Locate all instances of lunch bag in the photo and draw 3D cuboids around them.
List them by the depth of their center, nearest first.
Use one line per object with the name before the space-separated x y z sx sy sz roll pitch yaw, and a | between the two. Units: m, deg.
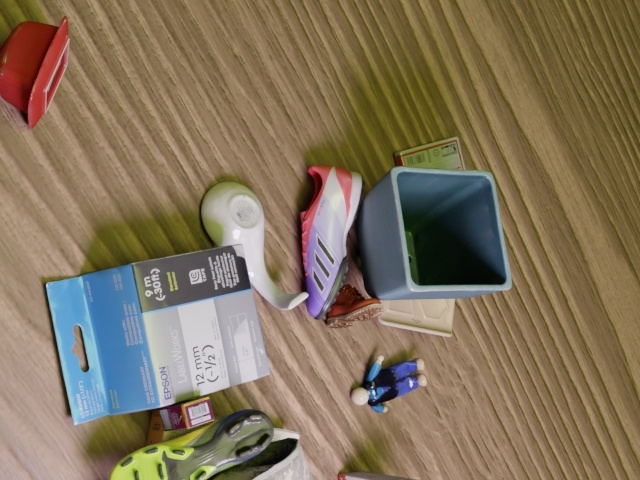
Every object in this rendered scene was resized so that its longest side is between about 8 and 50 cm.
lunch bag | -0.117 0.501 1.620 0.287 0.169 0.235 -24 100 -35

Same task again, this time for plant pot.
plant pot | 0.200 0.011 1.925 0.247 0.252 0.248 1 74 -28

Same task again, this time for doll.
doll | 0.140 0.304 2.012 0.189 0.046 0.129 -18 106 -33

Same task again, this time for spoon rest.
spoon rest | -0.132 0.013 1.812 0.137 0.084 0.276 -33 93 -38

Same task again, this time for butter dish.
butter dish | -0.481 -0.285 1.520 0.118 0.160 0.160 22 70 -11

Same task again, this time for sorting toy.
sorting toy | 0.215 0.099 2.084 0.193 0.038 0.208 13 74 -24

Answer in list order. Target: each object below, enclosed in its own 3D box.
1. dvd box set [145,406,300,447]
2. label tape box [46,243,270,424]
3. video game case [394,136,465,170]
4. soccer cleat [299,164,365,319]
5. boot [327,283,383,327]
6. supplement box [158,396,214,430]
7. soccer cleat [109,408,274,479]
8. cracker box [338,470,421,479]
dvd box set | -0.199 0.532 1.697 0.307 0.062 0.421 18 73 -37
label tape box | -0.275 0.157 1.639 0.347 0.115 0.249 -11 89 -41
video game case | 0.278 -0.084 2.182 0.204 0.025 0.285 -18 97 -40
soccer cleat | 0.000 0.000 1.908 0.116 0.108 0.318 17 76 -15
boot | 0.067 0.124 1.902 0.059 0.158 0.085 13 70 -36
supplement box | -0.229 0.296 1.605 0.055 0.083 0.043 -12 86 -41
soccer cleat | -0.216 0.368 1.601 0.289 0.121 0.094 -19 84 -19
cracker box | 0.133 0.547 1.858 0.067 0.232 0.156 2 84 -38
